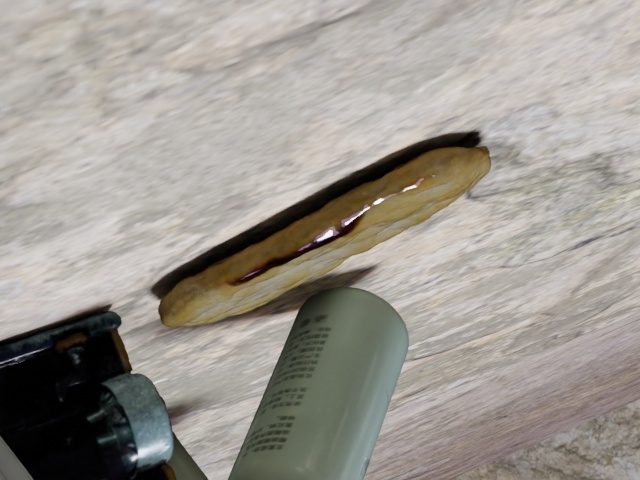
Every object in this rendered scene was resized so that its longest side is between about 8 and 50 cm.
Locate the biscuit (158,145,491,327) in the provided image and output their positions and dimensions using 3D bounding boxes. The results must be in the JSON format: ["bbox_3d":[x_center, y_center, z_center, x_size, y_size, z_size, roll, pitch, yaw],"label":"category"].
[{"bbox_3d":[0.000,0.000,0.733,0.147,0.018,0.071,-29,170,21],"label":"biscuit"}]

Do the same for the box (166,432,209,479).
[{"bbox_3d":[-0.107,0.219,1.072,0.148,0.129,0.210,-18,136,-26],"label":"box"}]

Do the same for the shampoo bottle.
[{"bbox_3d":[-0.009,0.097,0.821,0.056,0.056,0.195,-31,-159,34],"label":"shampoo bottle"}]

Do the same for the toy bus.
[{"bbox_3d":[-0.095,0.143,0.737,0.098,0.201,0.114,-19,170,-25],"label":"toy bus"}]

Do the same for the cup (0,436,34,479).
[{"bbox_3d":[-0.139,0.207,0.500,0.253,0.372,0.253,-22,170,-4],"label":"cup"}]
